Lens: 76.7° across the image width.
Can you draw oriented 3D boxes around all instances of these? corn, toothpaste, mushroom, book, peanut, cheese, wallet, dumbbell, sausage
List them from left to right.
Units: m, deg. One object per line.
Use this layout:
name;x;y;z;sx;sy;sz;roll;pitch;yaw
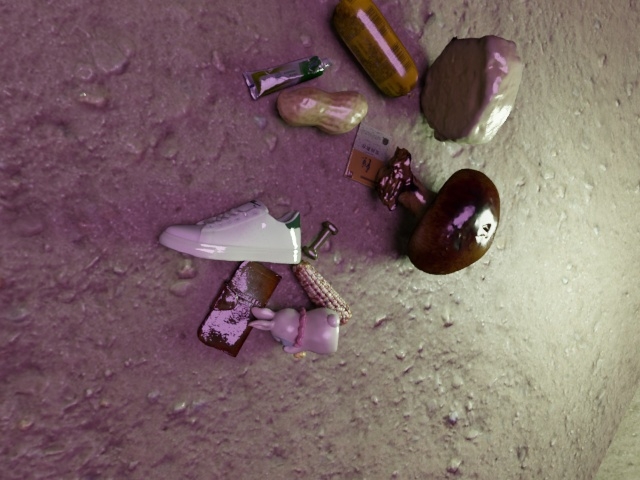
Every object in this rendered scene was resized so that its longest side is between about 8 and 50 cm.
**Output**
wallet;-0.219;0.177;1.085;0.137;0.031;0.255;33;82;-26
toothpaste;-0.081;-0.447;1.085;0.248;0.047;0.078;-25;100;-18
dumbbell;0.000;0.000;1.160;0.052;0.046;0.118;42;78;-16
corn;0.003;0.149;1.158;0.079;0.079;0.237;-42;110;-15
peanut;0.008;-0.349;1.095;0.257;0.124;0.123;-5;97;-22
book;0.145;-0.255;1.220;0.118;0.012;0.172;18;88;-24
sausage;0.157;-0.543;1.138;0.123;0.123;0.347;-48;111;-13
mushroom;0.349;-0.064;1.235;0.334;0.357;0.330;37;66;-64
cheese;0.420;-0.432;1.160;0.115;0.326;0.317;-3;60;-23

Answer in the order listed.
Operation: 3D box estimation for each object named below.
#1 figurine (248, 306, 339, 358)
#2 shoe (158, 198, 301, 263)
figurine;-0.071;0.244;1.103;0.236;0.155;0.127;5;60;0
shoe;-0.207;-0.033;1.020;0.363;0.132;0.159;7;93;-29
